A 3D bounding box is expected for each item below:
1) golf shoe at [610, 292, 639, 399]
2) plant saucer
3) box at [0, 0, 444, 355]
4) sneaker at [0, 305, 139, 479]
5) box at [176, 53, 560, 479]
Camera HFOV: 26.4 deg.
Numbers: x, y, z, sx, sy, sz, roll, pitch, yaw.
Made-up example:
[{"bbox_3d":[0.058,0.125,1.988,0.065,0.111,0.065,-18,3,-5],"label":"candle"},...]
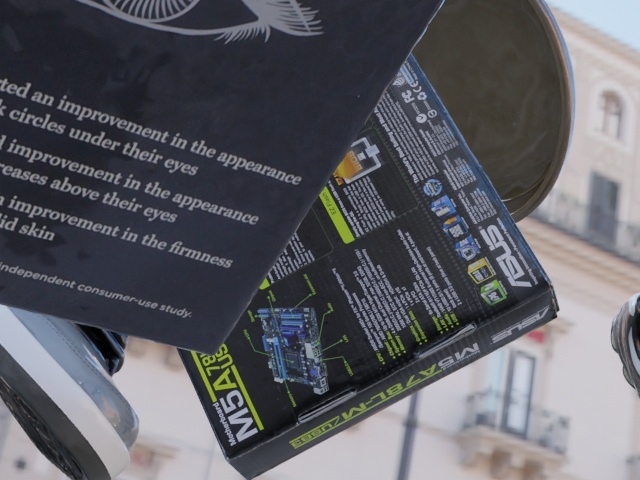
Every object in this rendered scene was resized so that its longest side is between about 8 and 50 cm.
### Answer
[{"bbox_3d":[0.273,0.124,0.992,0.077,0.198,0.094,-32,-24,0],"label":"golf shoe"},{"bbox_3d":[0.145,-0.147,1.315,0.041,0.278,0.278,-16,-6,-36],"label":"plant saucer"},{"bbox_3d":[-0.057,-0.089,0.373,0.153,0.108,0.207,18,-61,-31],"label":"box"},{"bbox_3d":[-0.129,0.009,0.785,0.295,0.178,0.124,41,-21,47],"label":"sneaker"},{"bbox_3d":[0.000,0.000,0.718,0.184,0.190,0.045,-30,-28,3],"label":"box"}]
